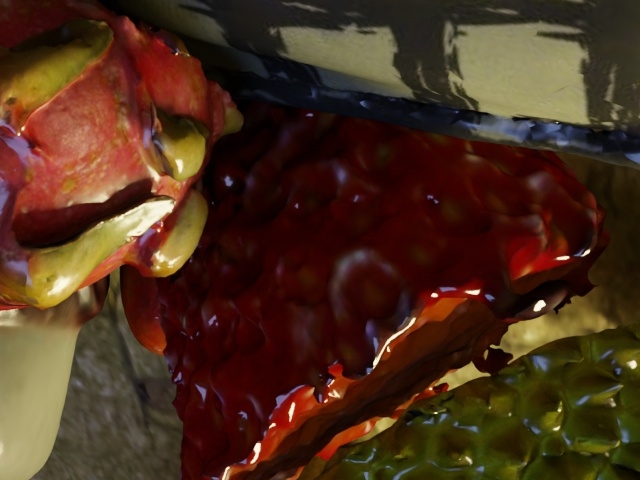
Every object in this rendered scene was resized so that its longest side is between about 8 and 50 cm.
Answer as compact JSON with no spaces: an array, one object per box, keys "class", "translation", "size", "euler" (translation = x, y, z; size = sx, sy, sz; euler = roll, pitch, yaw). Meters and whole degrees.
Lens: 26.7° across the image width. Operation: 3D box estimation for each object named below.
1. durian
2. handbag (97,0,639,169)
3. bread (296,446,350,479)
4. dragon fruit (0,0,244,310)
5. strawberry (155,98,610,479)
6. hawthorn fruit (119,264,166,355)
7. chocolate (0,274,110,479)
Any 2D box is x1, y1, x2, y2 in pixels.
[{"class":"durian","translation":[0.129,0.102,0.596],"size":[0.169,0.356,0.157],"euler":[1,97,62]},{"class":"handbag","translation":[-0.023,-0.176,0.422],"size":[0.327,0.162,0.325],"euler":[3,144,20]},{"class":"bread","translation":[0.000,0.228,0.842],"size":[0.274,0.149,0.274],"euler":[6,135,6]},{"class":"dragon fruit","translation":[-0.129,-0.031,0.464],"size":[0.150,0.208,0.133],"euler":[61,150,21]},{"class":"strawberry","translation":[0.000,0.000,0.581],"size":[0.178,0.234,0.234],"euler":[55,136,13]},{"class":"hawthorn fruit","translation":[-0.068,0.012,0.710],"size":[0.081,0.081,0.093],"euler":[-3,103,24]},{"class":"chocolate","translation":[-0.237,0.045,0.652],"size":[0.284,0.186,0.283],"euler":[4,162,1]}]
